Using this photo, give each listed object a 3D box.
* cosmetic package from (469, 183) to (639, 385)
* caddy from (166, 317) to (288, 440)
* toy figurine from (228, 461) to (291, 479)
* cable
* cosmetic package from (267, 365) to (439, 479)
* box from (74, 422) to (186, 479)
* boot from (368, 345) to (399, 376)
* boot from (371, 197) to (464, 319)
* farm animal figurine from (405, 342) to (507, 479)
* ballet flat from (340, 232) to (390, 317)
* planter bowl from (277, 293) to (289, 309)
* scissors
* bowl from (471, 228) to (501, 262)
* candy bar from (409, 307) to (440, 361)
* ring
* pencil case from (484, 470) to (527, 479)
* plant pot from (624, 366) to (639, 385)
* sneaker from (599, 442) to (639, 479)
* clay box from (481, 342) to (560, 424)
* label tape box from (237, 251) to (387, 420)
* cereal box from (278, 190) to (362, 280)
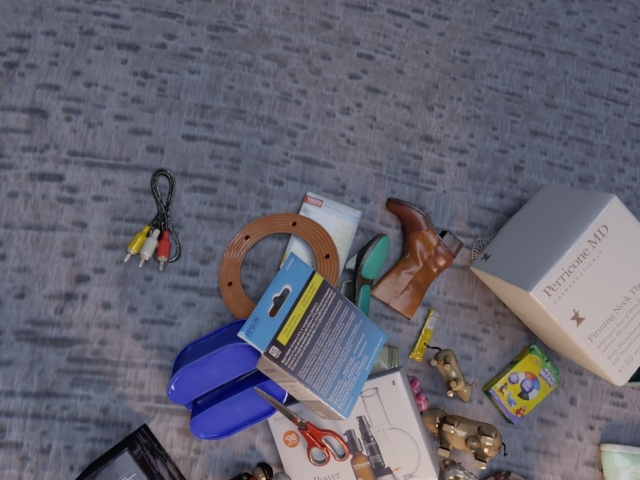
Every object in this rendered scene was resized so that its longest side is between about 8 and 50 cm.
[{"bbox_3d":[0.693,0.106,1.721,0.394,0.327,0.329,42,88,-16],"label":"cosmetic package"},{"bbox_3d":[-0.227,0.348,1.646,0.341,0.179,0.241,-27,102,8],"label":"caddy"},{"bbox_3d":[-0.140,0.683,1.617,0.148,0.213,0.209,-19,89,-28],"label":"toy figurine"},{"bbox_3d":[-0.426,-0.055,1.739,0.140,0.072,0.287,16,79,-13],"label":"cable"},{"bbox_3d":[0.081,0.519,1.664,0.377,0.097,0.284,-21,83,12],"label":"cosmetic package"},{"bbox_3d":[-0.412,0.630,1.504,0.179,0.343,0.312,-37,90,-11],"label":"box"},{"bbox_3d":[0.129,0.382,1.774,0.165,0.077,0.213,14,79,-10],"label":"boot"},{"bbox_3d":[0.231,0.047,1.853,0.264,0.096,0.280,38,88,-6],"label":"boot"},{"bbox_3d":[0.350,0.482,1.728,0.327,0.172,0.330,32,103,16],"label":"farm animal figurine"},{"bbox_3d":[0.107,0.106,1.792,0.096,0.095,0.280,15,85,37],"label":"ballet flat"},{"bbox_3d":[-0.030,0.222,1.736,0.162,0.109,0.162,-5,69,12],"label":"planter bowl"},{"bbox_3d":[-0.039,0.445,1.575,0.109,0.021,0.297,-29,107,17],"label":"scissors"},{"bbox_3d":[0.540,0.043,1.892,0.170,0.080,0.170,1,82,-9],"label":"bowl"},{"bbox_3d":[0.303,0.270,1.848,0.040,0.018,0.161,27,78,-9],"label":"candy bar"},{"bbox_3d":[-0.111,0.083,1.734,0.337,0.032,0.336,-5,68,13],"label":"ring"},{"bbox_3d":[0.557,0.739,1.627,0.184,0.410,0.159,24,89,-10],"label":"pencil case"},{"bbox_3d":[1.017,0.261,1.868,0.252,0.248,0.247,-13,84,-34],"label":"plant pot"},{"bbox_3d":[0.938,0.677,1.862,0.256,0.094,0.151,6,75,1],"label":"sneaker"},{"bbox_3d":[0.593,0.411,1.862,0.222,0.053,0.127,-39,90,-12],"label":"clay box"},{"bbox_3d":[-0.029,0.234,1.550,0.348,0.115,0.249,42,59,-18],"label":"label tape box"},{"bbox_3d":[0.000,0.000,1.819,0.173,0.047,0.240,21,78,-6],"label":"cereal box"}]
